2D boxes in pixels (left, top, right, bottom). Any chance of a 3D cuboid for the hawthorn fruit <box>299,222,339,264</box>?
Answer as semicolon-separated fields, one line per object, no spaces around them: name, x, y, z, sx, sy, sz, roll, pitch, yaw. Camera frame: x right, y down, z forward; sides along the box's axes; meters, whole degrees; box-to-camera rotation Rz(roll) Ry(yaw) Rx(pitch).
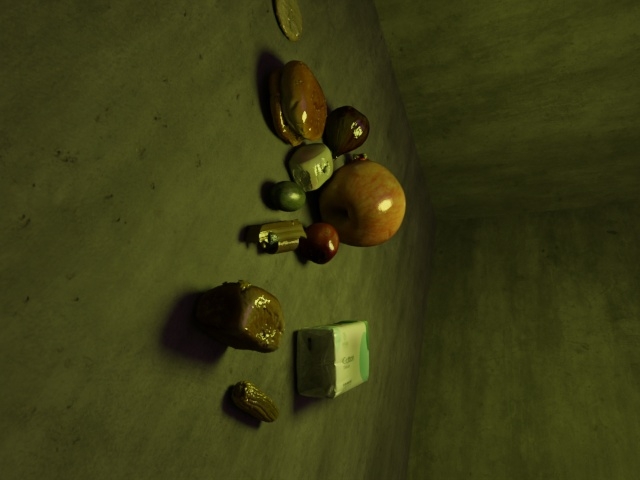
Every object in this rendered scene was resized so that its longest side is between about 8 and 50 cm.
hawthorn fruit;0.000;0.000;1.766;0.169;0.169;0.188;60;37;-41

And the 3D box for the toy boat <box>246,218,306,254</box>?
toy boat;-0.147;-0.011;1.543;0.310;0.089;0.115;-15;102;-64

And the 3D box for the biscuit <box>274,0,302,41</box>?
biscuit;-0.129;-0.939;1.801;0.220;0.033;0.220;22;65;-61

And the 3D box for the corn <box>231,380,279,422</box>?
corn;-0.202;0.513;1.363;0.231;0.080;0.080;61;35;-44

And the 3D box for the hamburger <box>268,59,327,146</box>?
hamburger;-0.082;-0.535;1.680;0.290;0.170;0.314;5;80;-70

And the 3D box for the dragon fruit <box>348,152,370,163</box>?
dragon fruit;0.201;-0.361;2.254;0.166;0.160;0.172;-3;85;-31

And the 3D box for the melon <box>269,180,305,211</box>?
melon;-0.119;-0.161;1.600;0.167;0.114;0.114;5;82;-62

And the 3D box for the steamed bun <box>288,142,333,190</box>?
steamed bun;-0.017;-0.309;1.785;0.239;0.152;0.170;-54;133;-49

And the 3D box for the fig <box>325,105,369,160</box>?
fig;0.086;-0.467;2.043;0.321;0.217;0.217;-59;145;-7

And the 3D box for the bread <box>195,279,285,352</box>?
bread;-0.217;0.214;1.250;0.246;0.195;0.176;51;49;-51

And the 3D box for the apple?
apple;0.176;-0.157;1.913;0.346;0.391;0.391;-31;115;-39

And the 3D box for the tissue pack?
tissue pack;0.063;0.470;1.767;0.356;0.194;0.266;10;78;-63
